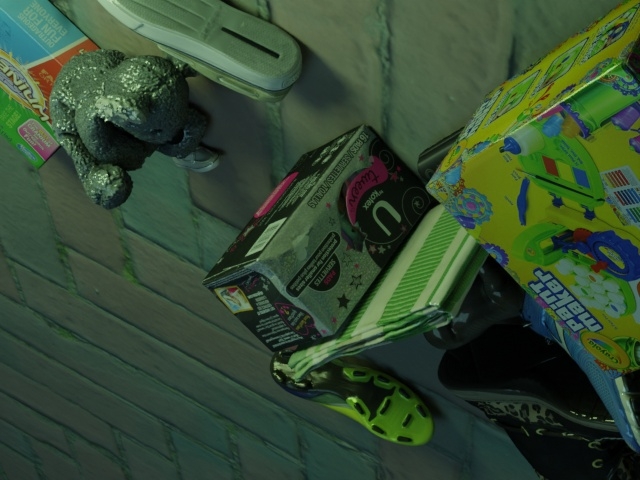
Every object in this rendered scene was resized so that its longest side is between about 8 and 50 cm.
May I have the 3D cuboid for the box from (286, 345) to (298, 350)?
[{"bbox_3d":[-0.036,0.064,2.027,0.148,0.127,0.232,48,162,-14],"label":"box"}]

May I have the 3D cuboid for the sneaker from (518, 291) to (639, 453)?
[{"bbox_3d":[0.318,0.088,1.640,0.147,0.129,0.330,-31,78,57],"label":"sneaker"}]

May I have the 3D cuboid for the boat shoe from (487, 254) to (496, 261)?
[{"bbox_3d":[0.209,0.069,1.868,0.066,0.066,0.183,34,150,9],"label":"boat shoe"}]

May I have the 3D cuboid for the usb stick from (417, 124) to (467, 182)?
[{"bbox_3d":[0.204,-0.114,1.643,0.077,0.045,0.278,38,151,-13],"label":"usb stick"}]

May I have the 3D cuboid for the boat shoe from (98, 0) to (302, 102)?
[{"bbox_3d":[-0.164,-0.260,1.783,0.302,0.109,0.094,32,152,5],"label":"boat shoe"}]

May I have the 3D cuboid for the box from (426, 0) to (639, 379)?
[{"bbox_3d":[0.316,-0.055,1.416,0.290,0.177,0.279,45,137,-12],"label":"box"}]

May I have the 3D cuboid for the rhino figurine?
[{"bbox_3d":[0.214,0.054,1.769,0.243,0.073,0.106,-30,104,21],"label":"rhino figurine"}]

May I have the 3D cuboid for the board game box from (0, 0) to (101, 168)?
[{"bbox_3d":[-0.444,-0.255,2.137,0.242,0.064,0.316,43,150,-9],"label":"board game box"}]

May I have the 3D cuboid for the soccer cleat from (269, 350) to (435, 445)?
[{"bbox_3d":[0.057,0.240,2.283,0.289,0.093,0.121,23,178,17],"label":"soccer cleat"}]

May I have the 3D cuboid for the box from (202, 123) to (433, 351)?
[{"bbox_3d":[0.000,0.000,1.817,0.142,0.247,0.163,45,150,-14],"label":"box"}]

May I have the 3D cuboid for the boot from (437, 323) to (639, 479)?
[{"bbox_3d":[0.361,0.239,1.843,0.377,0.138,0.284,1,142,44],"label":"boot"}]

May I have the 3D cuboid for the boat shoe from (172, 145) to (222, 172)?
[{"bbox_3d":[-0.182,-0.123,2.065,0.100,0.035,0.035,12,145,48],"label":"boat shoe"}]

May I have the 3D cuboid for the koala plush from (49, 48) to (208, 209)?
[{"bbox_3d":[-0.246,-0.182,1.905,0.203,0.196,0.221,54,152,-8],"label":"koala plush"}]

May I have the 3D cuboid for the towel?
[{"bbox_3d":[0.102,0.047,1.756,0.038,0.248,0.325,43,144,-14],"label":"towel"}]
